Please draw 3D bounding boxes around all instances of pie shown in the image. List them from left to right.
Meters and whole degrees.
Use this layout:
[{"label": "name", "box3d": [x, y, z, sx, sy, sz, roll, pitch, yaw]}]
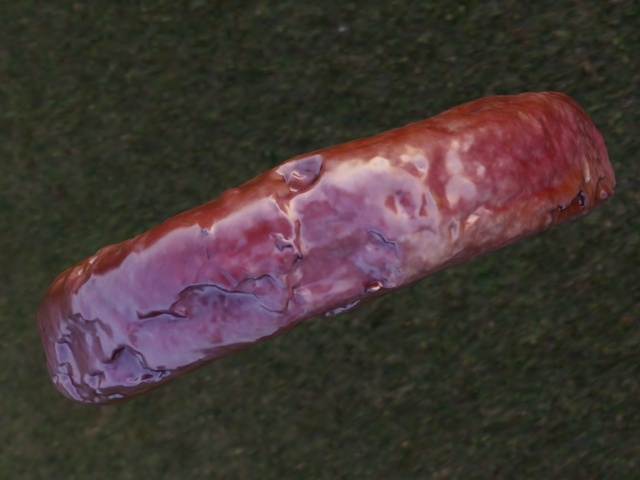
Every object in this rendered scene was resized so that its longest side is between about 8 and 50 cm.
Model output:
[{"label": "pie", "box3d": [0.000, 0.000, 0.452, 0.182, 0.182, 0.049, -23, 88, 39]}]
